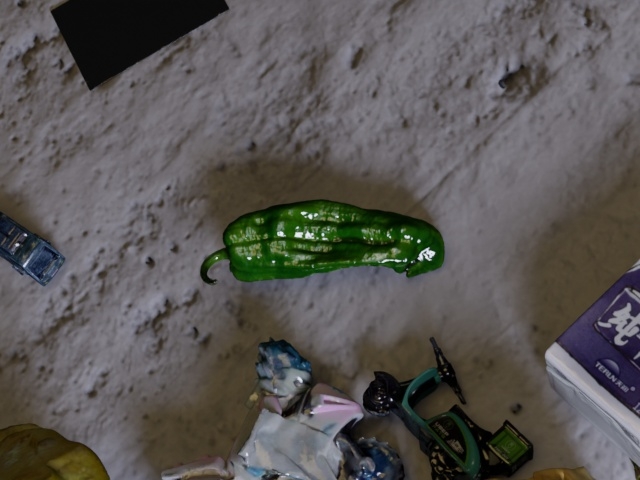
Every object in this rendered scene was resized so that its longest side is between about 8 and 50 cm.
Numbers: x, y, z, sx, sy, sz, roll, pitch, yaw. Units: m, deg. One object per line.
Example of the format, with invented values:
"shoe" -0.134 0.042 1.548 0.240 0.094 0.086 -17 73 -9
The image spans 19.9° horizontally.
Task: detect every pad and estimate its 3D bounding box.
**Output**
"pad" -0.213 -0.270 2.137 0.190 0.004 0.127 -30 64 4

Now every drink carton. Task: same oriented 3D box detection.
"drink carton" 0.342 0.093 1.767 0.222 0.102 0.134 -43 63 -10

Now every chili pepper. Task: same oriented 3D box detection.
"chili pepper" 0.001 0.005 1.925 0.257 0.074 0.100 -4 68 14

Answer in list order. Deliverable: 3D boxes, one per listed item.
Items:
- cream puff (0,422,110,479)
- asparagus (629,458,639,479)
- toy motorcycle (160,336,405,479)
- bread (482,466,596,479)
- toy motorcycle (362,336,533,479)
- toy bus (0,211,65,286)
"cream puff" -0.324 0.353 1.805 0.324 0.291 0.257 -14 107 30
"asparagus" 0.297 0.180 1.802 0.016 0.016 0.163 -11 64 -16
"toy motorcycle" -0.052 0.200 1.851 0.239 0.108 0.204 -9 68 -16
"bread" 0.196 0.321 1.667 0.183 0.211 0.224 -16 60 2
"toy motorcycle" 0.123 0.180 1.828 0.100 0.058 0.173 -38 64 -15
"toy bus" -0.364 -0.011 2.045 0.166 0.065 0.047 31 80 26
